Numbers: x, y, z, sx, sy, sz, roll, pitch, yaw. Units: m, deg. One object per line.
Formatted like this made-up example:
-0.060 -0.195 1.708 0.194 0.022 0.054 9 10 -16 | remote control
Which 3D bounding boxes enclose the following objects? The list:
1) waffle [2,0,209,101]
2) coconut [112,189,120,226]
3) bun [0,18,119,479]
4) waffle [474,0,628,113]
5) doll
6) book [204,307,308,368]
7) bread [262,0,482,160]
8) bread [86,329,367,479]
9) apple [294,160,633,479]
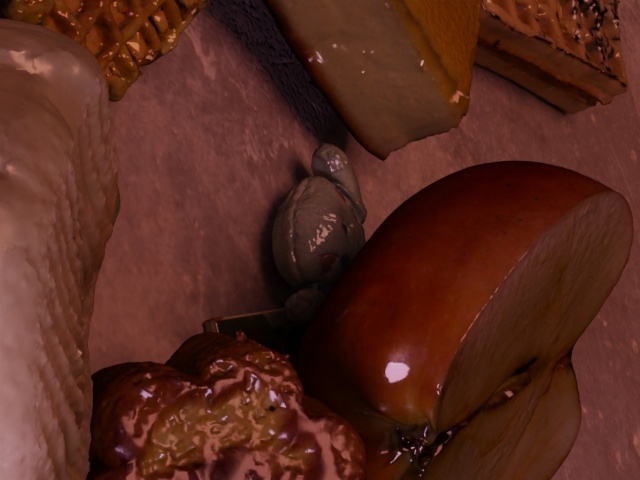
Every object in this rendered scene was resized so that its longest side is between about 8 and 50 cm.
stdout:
-0.179 -0.243 1.166 0.280 0.060 0.262 8 88 -61 | waffle
-0.196 -0.032 1.073 0.088 0.088 0.096 41 53 -34 | coconut
-0.241 0.053 0.820 0.365 0.219 0.365 -175 -90 -90 | bun
0.264 -0.330 1.797 0.376 0.114 0.261 19 59 -48 | waffle
0.000 0.000 1.330 0.103 0.071 0.214 50 36 -37 | doll
0.024 0.168 1.325 0.322 0.018 0.228 -6 79 -54 | book
0.044 -0.300 1.437 0.324 0.143 0.333 55 30 -30 | bread
-0.085 0.179 1.024 0.246 0.135 0.232 8 77 -18 | bread
0.137 0.110 1.234 0.365 0.295 0.329 -23 91 -49 | apple
